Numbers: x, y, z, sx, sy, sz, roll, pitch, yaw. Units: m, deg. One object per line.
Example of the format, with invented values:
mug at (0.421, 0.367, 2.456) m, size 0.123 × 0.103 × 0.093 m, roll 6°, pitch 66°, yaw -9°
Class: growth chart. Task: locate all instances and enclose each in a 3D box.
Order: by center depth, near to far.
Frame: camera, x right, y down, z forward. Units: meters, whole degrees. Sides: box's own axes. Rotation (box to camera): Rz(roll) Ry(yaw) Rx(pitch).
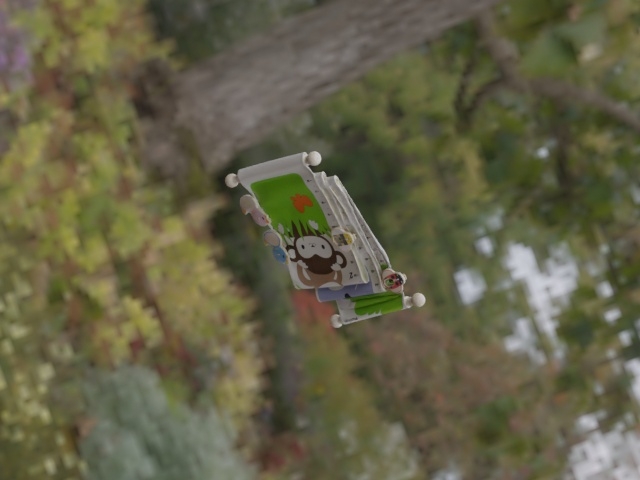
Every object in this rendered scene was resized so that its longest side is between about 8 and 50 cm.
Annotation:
growth chart at (0.000, 0.000, 2.268) m, size 0.172 × 0.021 × 0.237 m, roll -24°, pitch -75°, yaw 45°
